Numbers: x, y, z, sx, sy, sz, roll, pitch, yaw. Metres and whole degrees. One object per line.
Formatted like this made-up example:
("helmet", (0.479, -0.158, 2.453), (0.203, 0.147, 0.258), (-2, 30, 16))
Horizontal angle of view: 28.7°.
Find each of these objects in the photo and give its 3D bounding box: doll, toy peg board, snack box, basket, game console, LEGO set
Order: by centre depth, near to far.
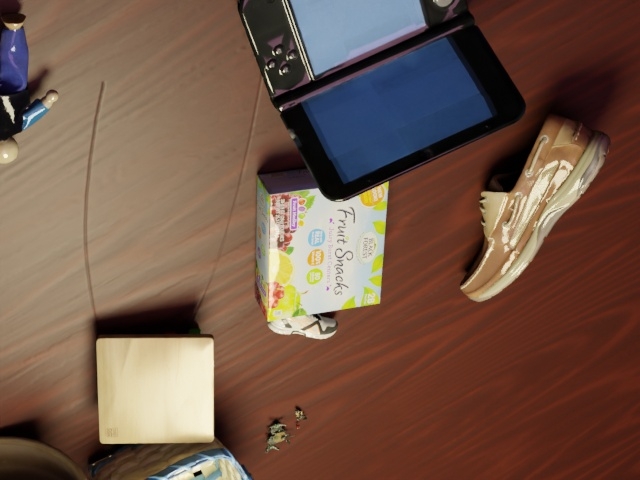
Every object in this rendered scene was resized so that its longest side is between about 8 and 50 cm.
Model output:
("doll", (-0.381, -0.177, 1.509), (0.129, 0.046, 0.189), (-4, 120, -19))
("game console", (0.080, -0.236, 1.585), (0.293, 0.173, 0.250), (-25, 126, -7))
("snack box", (0.000, 0.000, 1.759), (0.174, 0.070, 0.207), (-7, 123, -18))
("toy peg board", (-0.232, 0.199, 1.781), (0.160, 0.079, 0.161), (0, 107, -5))
("basket", (-0.193, 0.403, 1.790), (0.255, 0.289, 0.201), (-26, 124, -7))
("LEGO set", (-0.059, 0.294, 1.949), (0.083, 0.023, 0.054), (-32, 130, -17))

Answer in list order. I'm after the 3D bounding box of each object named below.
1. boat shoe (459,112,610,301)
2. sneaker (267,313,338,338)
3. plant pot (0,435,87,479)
("boat shoe", (0.291, -0.052, 1.835), (0.116, 0.123, 0.324), (33, 116, 0))
("sneaker", (-0.021, 0.116, 1.840), (0.109, 0.040, 0.044), (7, 115, -26))
("plant pot", (-0.447, 0.481, 1.729), (0.323, 0.323, 0.280), (-16, 130, -13))
